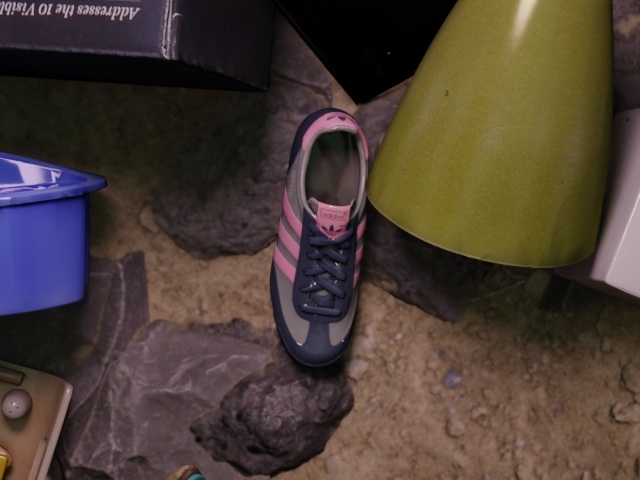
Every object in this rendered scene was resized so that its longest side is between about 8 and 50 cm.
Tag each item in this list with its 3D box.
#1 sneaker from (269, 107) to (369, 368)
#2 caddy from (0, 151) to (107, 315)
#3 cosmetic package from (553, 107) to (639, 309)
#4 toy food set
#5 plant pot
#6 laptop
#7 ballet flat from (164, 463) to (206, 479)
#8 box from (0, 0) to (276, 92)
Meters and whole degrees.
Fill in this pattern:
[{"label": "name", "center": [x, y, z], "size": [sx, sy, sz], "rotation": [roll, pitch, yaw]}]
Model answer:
[{"label": "sneaker", "center": [0.000, 0.000, 1.643], "size": [0.112, 0.131, 0.319], "rotation": [1, 92, -7]}, {"label": "caddy", "center": [-0.406, -0.015, 1.542], "size": [0.341, 0.241, 0.179], "rotation": [-6, 97, -7]}, {"label": "cosmetic package", "center": [0.403, -0.035, 1.642], "size": [0.138, 0.224, 0.224], "rotation": [22, 89, -7]}, {"label": "toy food set", "center": [-0.468, 0.233, 1.615], "size": [0.306, 0.092, 0.220], "rotation": [17, 90, -7]}, {"label": "plant pot", "center": [0.214, -0.162, 1.541], "size": [0.275, 0.275, 0.293], "rotation": [10, 114, -7]}, {"label": "laptop", "center": [0.125, -0.406, 1.547], "size": [0.236, 0.382, 0.408], "rotation": [4, 75, 21]}, {"label": "ballet flat", "center": [-0.226, 0.431, 1.649], "size": [0.123, 0.123, 0.348], "rotation": [11, 89, -7]}, {"label": "box", "center": [-0.296, -0.414, 1.437], "size": [0.480, 0.297, 0.472], "rotation": [6, 90, 18]}]
